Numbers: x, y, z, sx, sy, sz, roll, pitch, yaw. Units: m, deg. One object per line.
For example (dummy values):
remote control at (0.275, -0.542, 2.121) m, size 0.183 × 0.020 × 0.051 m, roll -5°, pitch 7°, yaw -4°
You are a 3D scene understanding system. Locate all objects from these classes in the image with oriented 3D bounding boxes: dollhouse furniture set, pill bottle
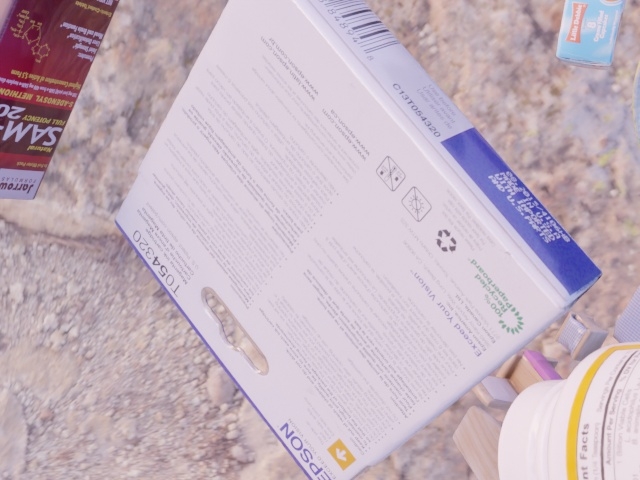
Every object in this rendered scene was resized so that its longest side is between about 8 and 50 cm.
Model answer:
dollhouse furniture set at (0.287, 0.109, 0.991) m, size 0.198 × 0.286 × 0.303 m, roll 13°, pitch 115°, yaw -29°
pill bottle at (0.186, 0.101, 0.437) m, size 0.117 × 0.215 × 0.117 m, roll 8°, pitch 77°, yaw -36°

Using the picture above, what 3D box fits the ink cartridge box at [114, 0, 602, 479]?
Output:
ink cartridge box at (0.000, 0.000, 0.768) m, size 0.071 × 0.330 × 0.324 m, roll -28°, pitch 75°, yaw -42°

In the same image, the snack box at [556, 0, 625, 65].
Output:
snack box at (0.304, -0.341, 1.010) m, size 0.060 × 0.187 × 0.322 m, roll 11°, pitch 102°, yaw 14°

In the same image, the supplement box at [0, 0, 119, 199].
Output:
supplement box at (-0.272, -0.157, 0.863) m, size 0.073 × 0.130 × 0.239 m, roll 31°, pitch 102°, yaw 20°

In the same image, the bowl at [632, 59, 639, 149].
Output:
bowl at (0.408, -0.091, 0.773) m, size 0.156 × 0.289 × 0.289 m, roll -34°, pitch 89°, yaw -17°
